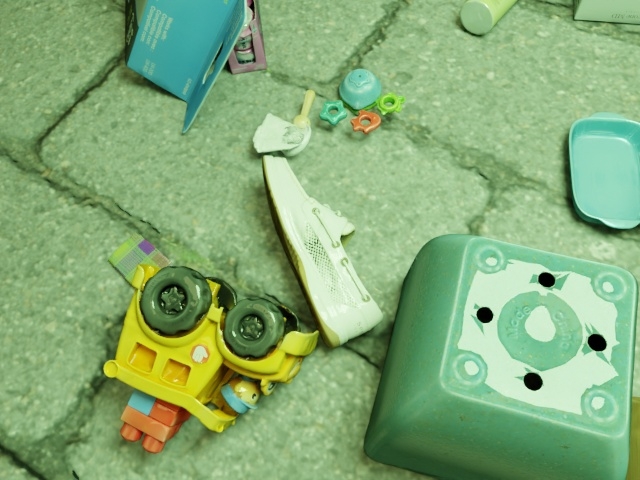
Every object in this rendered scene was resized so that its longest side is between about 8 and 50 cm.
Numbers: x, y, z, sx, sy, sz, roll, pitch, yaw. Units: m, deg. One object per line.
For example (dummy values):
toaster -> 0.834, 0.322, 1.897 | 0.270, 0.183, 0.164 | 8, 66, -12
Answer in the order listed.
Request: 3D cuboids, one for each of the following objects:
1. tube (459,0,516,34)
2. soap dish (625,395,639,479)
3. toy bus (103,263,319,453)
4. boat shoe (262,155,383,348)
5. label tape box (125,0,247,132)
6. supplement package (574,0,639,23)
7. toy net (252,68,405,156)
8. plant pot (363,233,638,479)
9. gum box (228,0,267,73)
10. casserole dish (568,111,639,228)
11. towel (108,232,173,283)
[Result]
tube -> 0.323, -0.442, 0.927 | 0.070, 0.062, 0.240 | 49, 65, -23
soap dish -> 0.420, 0.268, 0.486 | 0.290, 0.118, 0.229 | 4, 65, 19
toy bus -> -0.136, 0.151, 0.643 | 0.220, 0.149, 0.211 | 19, 81, 10
boat shoe -> 0.000, 0.000, 0.724 | 0.096, 0.098, 0.277 | -21, 73, -8
label tape box -> -0.217, -0.381, 0.825 | 0.115, 0.249, 0.348 | 8, 59, -29
supplement package -> 0.489, -0.468, 0.817 | 0.139, 0.244, 0.134 | 8, 65, 9
toy net -> 0.009, -0.180, 0.834 | 0.232, 0.045, 0.122 | -33, 68, -9
plant pot -> 0.190, 0.123, 0.561 | 0.247, 0.252, 0.248 | 13, 66, 11
gum box -> -0.134, -0.379, 0.901 | 0.062, 0.107, 0.188 | -9, 65, 0
casserole dish -> 0.405, -0.095, 0.764 | 0.114, 0.037, 0.188 | 5, 66, 7
towel -> -0.256, 0.032, 0.772 | 0.083, 0.009, 0.060 | 37, 74, 20
